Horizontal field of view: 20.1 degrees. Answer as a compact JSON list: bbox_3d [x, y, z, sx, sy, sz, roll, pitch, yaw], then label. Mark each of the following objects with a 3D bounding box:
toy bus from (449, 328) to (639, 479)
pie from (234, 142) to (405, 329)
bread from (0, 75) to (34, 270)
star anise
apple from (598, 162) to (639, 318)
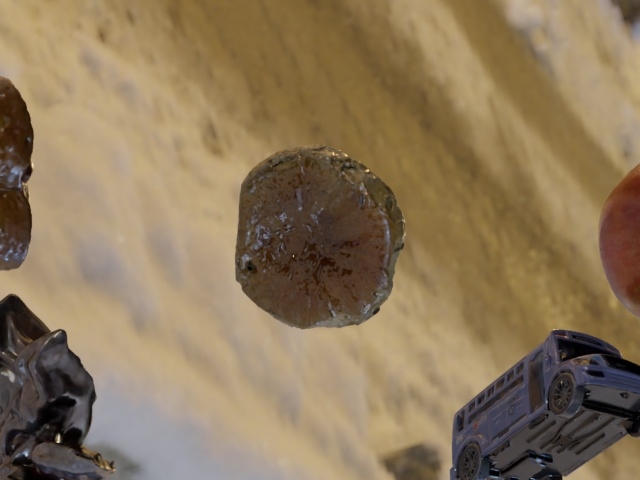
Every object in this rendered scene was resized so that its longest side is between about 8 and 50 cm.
[{"bbox_3d":[0.270,0.198,2.089,0.125,0.292,0.133,16,53,-23],"label":"toy bus"},{"bbox_3d":[0.000,0.000,1.804,0.195,0.195,0.046,69,25,-11],"label":"pie"},{"bbox_3d":[-0.336,-0.076,1.562,0.135,0.232,0.246,-3,70,-43],"label":"bread"},{"bbox_3d":[-0.222,0.179,1.381,0.212,0.129,0.283,-114,-147,-40],"label":"star anise"},{"bbox_3d":[0.421,-0.001,2.099,0.164,0.209,0.209,-11,-81,64],"label":"apple"}]
